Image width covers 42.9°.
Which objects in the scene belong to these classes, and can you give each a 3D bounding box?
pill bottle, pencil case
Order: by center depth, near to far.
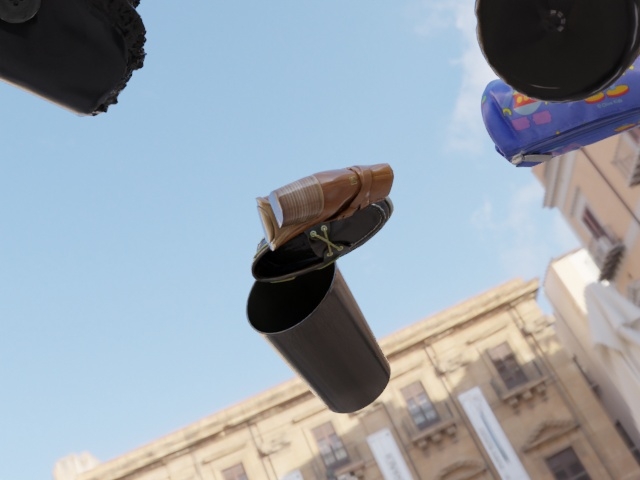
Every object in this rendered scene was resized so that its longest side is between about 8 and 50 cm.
[{"bbox_3d":[0.217,-0.200,0.640,0.219,0.122,0.123,-40,-15,-45],"label":"pill bottle"},{"bbox_3d":[0.331,-0.174,0.968,0.119,0.133,0.306,28,-28,-32],"label":"pencil case"}]

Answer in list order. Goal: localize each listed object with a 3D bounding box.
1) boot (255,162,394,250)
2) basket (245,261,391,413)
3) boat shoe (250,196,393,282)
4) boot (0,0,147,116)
[{"bbox_3d":[0.003,-0.045,1.039,0.152,0.073,0.197,-17,-1,-16],"label":"boot"},{"bbox_3d":[0.006,0.149,1.272,0.154,0.204,0.227,-22,-58,16],"label":"basket"},{"bbox_3d":[0.000,0.000,1.122,0.227,0.069,0.081,-25,-68,32],"label":"boat shoe"},{"bbox_3d":[-0.205,-0.103,0.428,0.207,0.094,0.247,22,-76,-42],"label":"boot"}]
